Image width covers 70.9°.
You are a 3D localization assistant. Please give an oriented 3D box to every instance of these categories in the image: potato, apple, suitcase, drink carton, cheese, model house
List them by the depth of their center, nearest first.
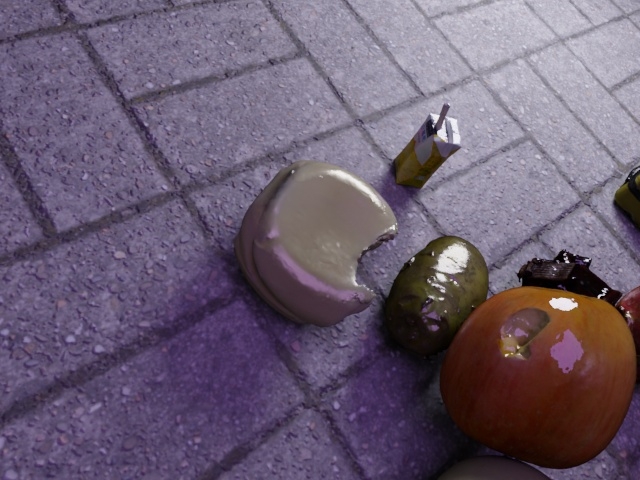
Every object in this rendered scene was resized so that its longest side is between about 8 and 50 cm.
[{"bbox_3d":[0.298,0.175,0.636,0.242,0.242,0.240,22,91,-7],"label":"apple"},{"bbox_3d":[0.000,0.000,0.722,0.233,0.127,0.266,37,61,1],"label":"cheese"},{"bbox_3d":[0.199,0.089,0.757,0.149,0.113,0.251,34,50,9],"label":"potato"},{"bbox_3d":[0.209,-0.180,0.836,0.075,0.200,0.084,11,63,-15],"label":"drink carton"},{"bbox_3d":[0.453,0.103,0.843,0.203,0.141,0.164,-15,49,-45],"label":"model house"},{"bbox_3d":[0.831,-0.093,1.034,0.194,0.143,0.235,-32,78,-28],"label":"suitcase"}]

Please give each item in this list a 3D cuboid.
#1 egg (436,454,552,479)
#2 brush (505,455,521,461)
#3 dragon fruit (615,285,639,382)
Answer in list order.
[{"bbox_3d":[0.225,0.373,0.563,0.254,0.189,0.188,27,54,-40],"label":"egg"},{"bbox_3d":[0.309,0.345,0.713,0.062,0.027,0.266,10,62,3],"label":"brush"},{"bbox_3d":[0.639,0.189,0.835,0.211,0.147,0.282,-27,89,-30],"label":"dragon fruit"}]
